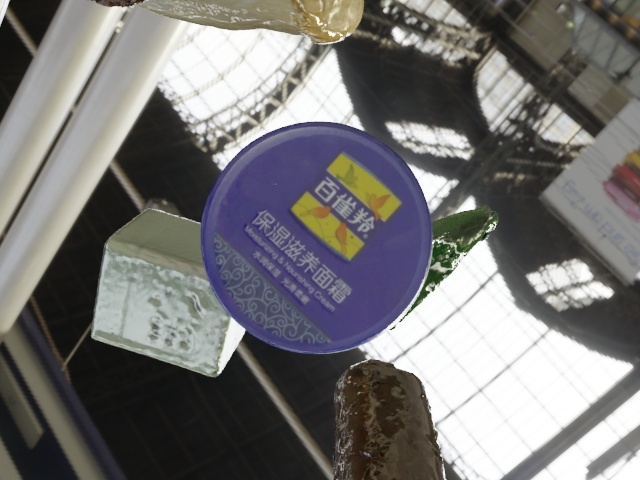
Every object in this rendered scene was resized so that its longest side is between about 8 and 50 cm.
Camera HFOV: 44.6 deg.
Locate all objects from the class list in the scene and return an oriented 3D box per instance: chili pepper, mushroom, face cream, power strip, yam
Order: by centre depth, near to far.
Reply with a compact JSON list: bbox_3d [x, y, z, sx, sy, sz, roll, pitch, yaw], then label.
[{"bbox_3d":[0.000,0.000,0.723,0.206,0.206,0.111,42,-178,7],"label":"face cream"},{"bbox_3d":[-0.125,-0.277,0.806,0.351,0.095,0.123,16,180,19],"label":"mushroom"},{"bbox_3d":[0.075,0.257,0.834,0.131,0.131,0.280,30,-151,-18],"label":"yam"},{"bbox_3d":[0.120,0.023,0.903,0.216,0.108,0.062,-26,-135,-17],"label":"chili pepper"},{"bbox_3d":[-0.143,0.068,0.954,0.224,0.140,0.139,17,-160,4],"label":"power strip"}]

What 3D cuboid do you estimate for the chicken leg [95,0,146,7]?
[{"bbox_3d":[-0.138,-0.270,0.642,0.063,0.234,0.105,19,-145,-30],"label":"chicken leg"}]

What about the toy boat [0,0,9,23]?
[{"bbox_3d":[-0.226,-0.091,0.453,0.072,0.219,0.318,21,-129,-12],"label":"toy boat"}]
